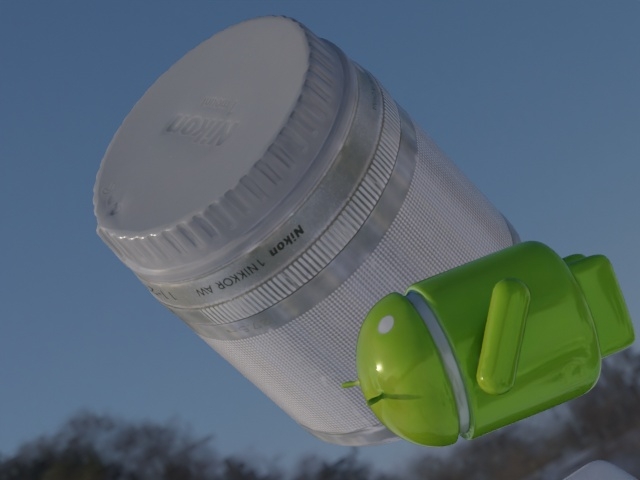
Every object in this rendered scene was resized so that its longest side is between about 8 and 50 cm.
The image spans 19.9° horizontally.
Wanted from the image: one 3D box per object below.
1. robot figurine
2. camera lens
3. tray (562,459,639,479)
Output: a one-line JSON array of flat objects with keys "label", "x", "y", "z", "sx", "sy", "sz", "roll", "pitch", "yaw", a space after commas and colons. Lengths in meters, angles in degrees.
[{"label": "robot figurine", "x": 0.066, "y": 0.042, "z": 0.730, "sx": 0.115, "sy": 0.067, "sz": 0.101, "roll": -20, "pitch": 6, "yaw": -11}, {"label": "camera lens", "x": 0.000, "y": 0.000, "z": 1.315, "sx": 0.219, "sy": 0.219, "sz": 0.274, "roll": -34, "pitch": -56, "yaw": 18}, {"label": "tray", "x": 0.085, "y": 0.209, "z": 0.866, "sx": 0.270, "sy": 0.145, "sz": 0.030, "roll": -29, "pitch": -52, "yaw": -24}]
